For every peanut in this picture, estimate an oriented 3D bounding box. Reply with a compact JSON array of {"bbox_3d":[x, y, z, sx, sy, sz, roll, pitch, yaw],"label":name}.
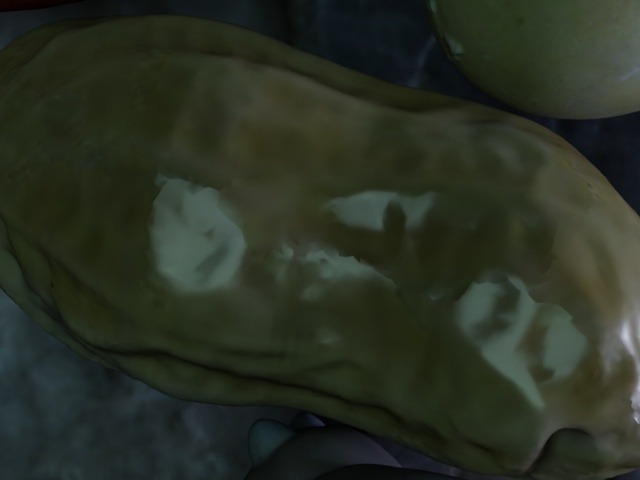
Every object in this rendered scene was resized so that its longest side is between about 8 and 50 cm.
[{"bbox_3d":[0.001,-0.002,0.700,0.340,0.174,0.158,12,88,6],"label":"peanut"}]

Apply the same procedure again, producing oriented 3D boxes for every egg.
[{"bbox_3d":[0.126,-0.134,0.703,0.164,0.164,0.201,39,58,10],"label":"egg"}]

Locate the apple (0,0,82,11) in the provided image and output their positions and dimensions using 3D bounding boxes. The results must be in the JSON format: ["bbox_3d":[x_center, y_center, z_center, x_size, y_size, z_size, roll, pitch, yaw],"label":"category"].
[{"bbox_3d":[-0.161,-0.277,0.673,0.364,0.364,0.364,-1,82,7],"label":"apple"}]

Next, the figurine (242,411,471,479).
[{"bbox_3d":[0.055,0.242,0.635,0.380,0.248,0.203,52,128,8],"label":"figurine"}]
